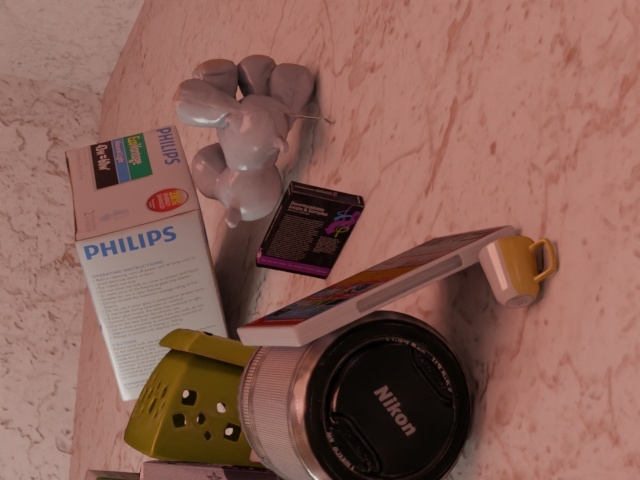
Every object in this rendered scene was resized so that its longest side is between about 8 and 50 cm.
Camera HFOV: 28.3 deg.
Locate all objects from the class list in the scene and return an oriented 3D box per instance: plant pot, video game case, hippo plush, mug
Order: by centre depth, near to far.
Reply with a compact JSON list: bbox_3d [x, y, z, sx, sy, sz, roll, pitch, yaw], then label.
[{"bbox_3d":[0.207,0.033,1.345,0.078,0.062,0.064,118,147,-55],"label":"mug"},{"bbox_3d":[0.061,0.053,1.449,0.025,0.285,0.204,68,159,-4],"label":"video game case"},{"bbox_3d":[-0.167,0.258,2.029,0.228,0.227,0.207,177,109,-70],"label":"plant pot"},{"bbox_3d":[-0.106,-0.164,2.179,0.294,0.234,0.236,27,134,27],"label":"hippo plush"}]

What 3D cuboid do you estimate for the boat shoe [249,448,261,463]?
[{"bbox_3d":[-0.018,0.285,1.811,0.258,0.095,0.084,-16,61,57],"label":"boat shoe"}]

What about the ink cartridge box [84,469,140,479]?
[{"bbox_3d":[-0.224,0.438,2.004,0.201,0.278,0.117,173,104,-69],"label":"ink cartridge box"}]

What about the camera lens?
[{"bbox_3d":[0.034,0.194,1.498,0.274,0.219,0.219,169,111,-69],"label":"camera lens"}]

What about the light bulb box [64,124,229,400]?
[{"bbox_3d":[-0.318,0.036,2.357,0.358,0.225,0.361,-114,12,-57],"label":"light bulb box"}]

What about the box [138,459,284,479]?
[{"bbox_3d":[-0.139,0.399,1.790,0.142,0.247,0.163,130,145,-77],"label":"box"}]

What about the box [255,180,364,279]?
[{"bbox_3d":[-0.018,-0.013,1.902,0.029,0.116,0.162,-98,27,-44],"label":"box"}]
